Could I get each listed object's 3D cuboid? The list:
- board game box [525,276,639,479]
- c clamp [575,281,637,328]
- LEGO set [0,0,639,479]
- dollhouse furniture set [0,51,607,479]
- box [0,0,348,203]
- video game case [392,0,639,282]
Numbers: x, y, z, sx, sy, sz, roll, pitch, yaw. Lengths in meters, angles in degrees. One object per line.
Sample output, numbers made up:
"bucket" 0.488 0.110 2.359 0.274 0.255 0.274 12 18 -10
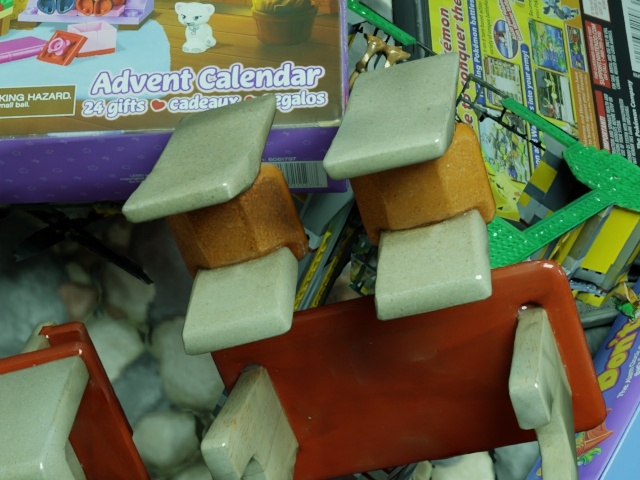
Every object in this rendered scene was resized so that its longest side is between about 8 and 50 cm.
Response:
"board game box" 0.287 0.122 0.881 0.233 0.078 0.347 45 54 -9
"c clamp" 0.212 0.090 0.914 0.160 0.022 0.137 -2 66 -33
"LEGO set" 0.000 0.000 0.752 0.331 0.192 0.255 32 29 11
"dollhouse furniture set" -0.015 0.069 0.584 0.135 0.259 0.262 -73 148 -61
"box" -0.134 -0.115 0.637 0.293 0.057 0.201 -2 60 2
"video game case" 0.166 -0.109 0.990 0.248 0.035 0.275 13 59 -26
